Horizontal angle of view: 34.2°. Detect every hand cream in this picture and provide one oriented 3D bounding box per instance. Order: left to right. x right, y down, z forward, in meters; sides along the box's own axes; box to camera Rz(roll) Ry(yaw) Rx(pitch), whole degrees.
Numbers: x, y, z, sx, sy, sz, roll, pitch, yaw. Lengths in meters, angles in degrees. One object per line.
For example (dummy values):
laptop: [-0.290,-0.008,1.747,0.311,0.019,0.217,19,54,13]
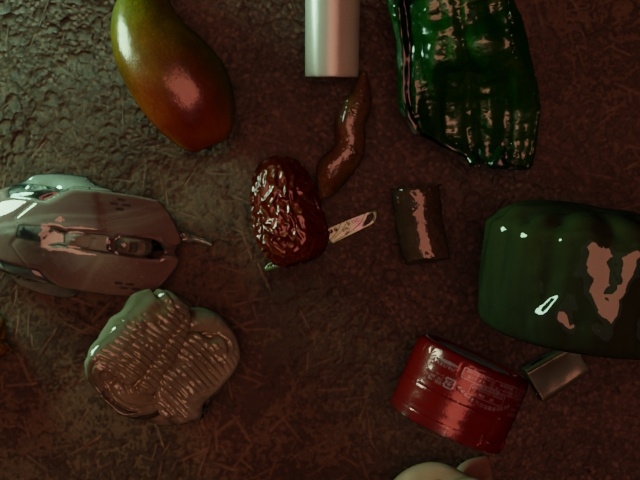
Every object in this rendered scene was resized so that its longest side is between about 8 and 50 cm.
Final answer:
hand cream: [0.215,0.235,1.610,0.193,0.193,0.125,25,92,-1]

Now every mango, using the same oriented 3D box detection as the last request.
mango: [-0.239,-0.270,1.628,0.146,0.129,0.289,-39,83,2]

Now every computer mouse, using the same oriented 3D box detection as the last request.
computer mouse: [-0.367,0.001,1.639,0.389,0.115,0.199,6,95,0]

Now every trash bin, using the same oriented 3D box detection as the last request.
trash bin: [0.381,0.211,1.684,0.092,0.043,0.061,-30,91,-3]

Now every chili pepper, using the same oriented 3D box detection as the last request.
chili pepper: [0.218,-0.280,1.615,0.213,0.167,0.384,-14,104,15]

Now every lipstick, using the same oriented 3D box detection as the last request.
lipstick: [0.020,-0.419,1.624,0.087,0.087,0.326,1,98,0]

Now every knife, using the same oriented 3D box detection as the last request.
knife: [0.000,0.000,1.690,0.207,0.014,0.030,-25,86,-1]

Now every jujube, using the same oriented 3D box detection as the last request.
jujube: [-0.053,-0.047,1.645,0.112,0.109,0.176,-10,80,-32]

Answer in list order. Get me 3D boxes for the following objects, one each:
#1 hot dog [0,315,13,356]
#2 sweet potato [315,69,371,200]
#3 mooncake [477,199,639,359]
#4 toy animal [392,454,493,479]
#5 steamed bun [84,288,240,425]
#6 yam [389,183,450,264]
hot dog: [-0.610,0.143,1.652,0.249,0.076,0.102,13,89,-5]
sweet potato: [0.045,-0.165,1.666,0.065,0.051,0.218,21,92,1]
mooncake: [0.411,0.046,1.527,0.357,0.356,0.194,4,99,0]
toy animal: [0.219,0.491,1.610,0.237,0.269,0.326,-32,124,1]
steamed bun: [-0.255,0.192,1.632,0.211,0.144,0.218,39,62,-12]
yam: [0.160,-0.026,1.658,0.084,0.084,0.127,-9,89,0]
